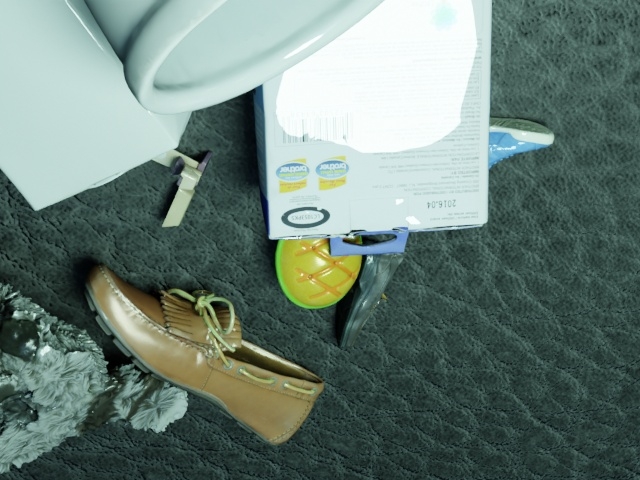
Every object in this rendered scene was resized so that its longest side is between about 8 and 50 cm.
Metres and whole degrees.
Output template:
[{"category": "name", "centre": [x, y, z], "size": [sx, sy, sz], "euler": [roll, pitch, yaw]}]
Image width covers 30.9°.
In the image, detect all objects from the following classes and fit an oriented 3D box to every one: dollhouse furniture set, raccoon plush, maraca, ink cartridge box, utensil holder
[{"category": "dollhouse furniture set", "centre": [-0.204, -0.068, 1.478], "size": [0.081, 0.091, 0.114], "euler": [26, 118, -4]}, {"category": "raccoon plush", "centre": [-0.419, 0.147, 1.556], "size": [0.216, 0.299, 0.446], "euler": [-47, 149, 3]}, {"category": "maraca", "centre": [0.000, 0.000, 1.531], "size": [0.127, 0.099, 0.185], "euler": [-3, 103, -30]}, {"category": "ink cartridge box", "centre": [0.056, -0.154, 1.379], "size": [0.270, 0.151, 0.395], "euler": [-4, 109, -5]}, {"category": "utensil holder", "centre": [-0.126, -0.363, 1.085], "size": [0.327, 0.327, 0.385], "euler": [-34, 84, 12]}]

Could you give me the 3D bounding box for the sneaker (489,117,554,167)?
[{"category": "sneaker", "centre": [0.224, -0.113, 1.512], "size": [0.152, 0.058, 0.084], "euler": [2, 114, -4]}]

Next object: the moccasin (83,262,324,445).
[{"category": "moccasin", "centre": [-0.152, 0.138, 1.569], "size": [0.380, 0.139, 0.147], "euler": [37, 97, -21]}]

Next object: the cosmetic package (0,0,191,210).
[{"category": "cosmetic package", "centre": [-0.329, -0.243, 1.284], "size": [0.217, 0.156, 0.385], "euler": [-20, 124, 22]}]

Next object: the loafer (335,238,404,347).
[{"category": "loafer", "centre": [0.066, 0.080, 1.608], "size": [0.061, 0.062, 0.170], "euler": [9, 120, -18]}]
